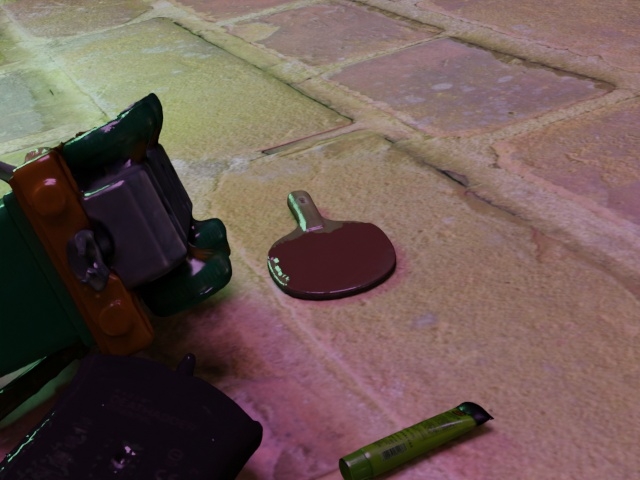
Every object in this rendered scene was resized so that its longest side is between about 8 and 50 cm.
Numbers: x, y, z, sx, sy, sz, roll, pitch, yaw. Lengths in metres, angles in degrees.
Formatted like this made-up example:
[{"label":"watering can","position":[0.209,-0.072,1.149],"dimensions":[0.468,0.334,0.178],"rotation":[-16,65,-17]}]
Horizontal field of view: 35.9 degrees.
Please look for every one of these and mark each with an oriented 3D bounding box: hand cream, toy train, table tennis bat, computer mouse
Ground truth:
[{"label":"hand cream","position":[0.070,0.148,0.735],"dimensions":[0.122,0.023,0.036],"rotation":[-20,17,-23]},{"label":"toy train","position":[-0.224,0.002,0.895],"dimensions":[0.249,0.178,0.429],"rotation":[-27,12,-1]},{"label":"table tennis bat","position":[0.000,0.000,1.062],"dimensions":[0.131,0.022,0.234],"rotation":[-15,28,-9]},{"label":"computer mouse","position":[-0.136,0.172,0.664],"dimensions":[0.147,0.088,0.264],"rotation":[24,37,5]}]

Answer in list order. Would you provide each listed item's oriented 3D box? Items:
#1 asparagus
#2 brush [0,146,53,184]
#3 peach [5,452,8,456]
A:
[{"label":"asparagus","position":[-0.254,0.120,0.898],"dimensions":[0.034,0.027,0.236],"rotation":[-9,22,36]},{"label":"brush","position":[-0.324,-0.085,1.097],"dimensions":[0.068,0.060,0.297],"rotation":[-7,-18,33]},{"label":"peach","position":[-0.192,0.172,0.746],"dimensions":[0.083,0.050,0.077],"rotation":[-14,4,-28]}]
